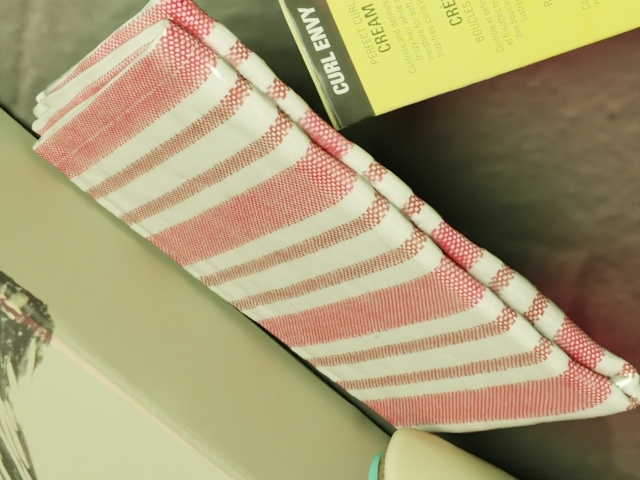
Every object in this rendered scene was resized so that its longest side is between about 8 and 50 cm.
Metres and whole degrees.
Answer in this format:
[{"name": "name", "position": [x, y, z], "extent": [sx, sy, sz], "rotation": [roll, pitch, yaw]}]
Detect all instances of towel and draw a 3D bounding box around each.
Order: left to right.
[{"name": "towel", "position": [0.000, 0.000, 0.493], "extent": [0.197, 0.029, 0.144], "rotation": [39, 158, -15]}]

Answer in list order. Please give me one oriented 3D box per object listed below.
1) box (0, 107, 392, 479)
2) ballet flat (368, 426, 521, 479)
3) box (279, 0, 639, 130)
[{"name": "box", "position": [-0.104, 0.050, 0.538], "extent": [0.275, 0.094, 0.113], "rotation": [40, 115, -14]}, {"name": "ballet flat", "position": [0.098, 0.155, 0.576], "extent": [0.086, 0.086, 0.248], "rotation": [-18, 126, 15]}, {"name": "box", "position": [0.103, -0.108, 0.440], "extent": [0.232, 0.087, 0.058], "rotation": [-19, 116, 14]}]
